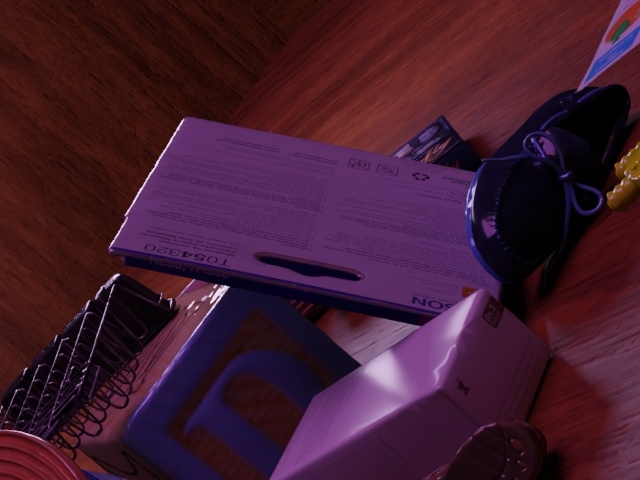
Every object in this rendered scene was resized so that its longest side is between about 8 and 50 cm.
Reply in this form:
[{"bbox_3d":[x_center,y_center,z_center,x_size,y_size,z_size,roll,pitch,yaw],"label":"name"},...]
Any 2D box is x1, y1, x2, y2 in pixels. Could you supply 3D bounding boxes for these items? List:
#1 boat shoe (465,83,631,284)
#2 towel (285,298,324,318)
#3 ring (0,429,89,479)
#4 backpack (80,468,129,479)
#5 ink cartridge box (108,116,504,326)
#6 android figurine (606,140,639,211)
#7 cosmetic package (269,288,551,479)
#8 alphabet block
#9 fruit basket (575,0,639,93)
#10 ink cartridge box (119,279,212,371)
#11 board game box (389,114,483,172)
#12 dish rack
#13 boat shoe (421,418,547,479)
[{"bbox_3d":[0.199,-0.068,1.414,0.089,0.109,0.258,-31,22,41],"label":"boat shoe"},{"bbox_3d":[-0.064,0.083,2.075,0.237,0.037,0.329,-46,11,18],"label":"towel"},{"bbox_3d":[-0.228,0.298,1.118,0.337,0.032,0.336,-16,67,43],"label":"ring"},{"bbox_3d":[-0.247,0.345,1.297,0.290,0.273,0.355,32,108,43],"label":"backpack"},{"bbox_3d":[0.000,0.000,1.445,0.330,0.324,0.071,-73,-6,-64],"label":"ink cartridge box"},{"bbox_3d":[0.317,-0.120,1.215,0.273,0.056,0.248,-44,7,30],"label":"android figurine"},{"bbox_3d":[0.067,0.144,1.283,0.231,0.085,0.117,-35,19,45],"label":"cosmetic package"},{"bbox_3d":[-0.086,0.165,1.516,0.193,0.192,0.197,-52,13,-21],"label":"alphabet block"},{"bbox_3d":[0.361,-0.307,1.379,0.327,0.165,0.353,-37,10,45],"label":"fruit basket"},{"bbox_3d":[-0.153,0.086,2.005,0.275,0.060,0.239,-46,-8,21],"label":"ink cartridge box"},{"bbox_3d":[0.067,-0.041,1.871,0.243,0.042,0.165,-38,13,5],"label":"board game box"},{"bbox_3d":[-0.237,0.153,1.480,0.208,0.074,0.271,-46,14,19],"label":"dish rack"},{"bbox_3d":[0.090,0.190,1.127,0.178,0.064,0.060,-44,-18,17],"label":"boat shoe"}]
